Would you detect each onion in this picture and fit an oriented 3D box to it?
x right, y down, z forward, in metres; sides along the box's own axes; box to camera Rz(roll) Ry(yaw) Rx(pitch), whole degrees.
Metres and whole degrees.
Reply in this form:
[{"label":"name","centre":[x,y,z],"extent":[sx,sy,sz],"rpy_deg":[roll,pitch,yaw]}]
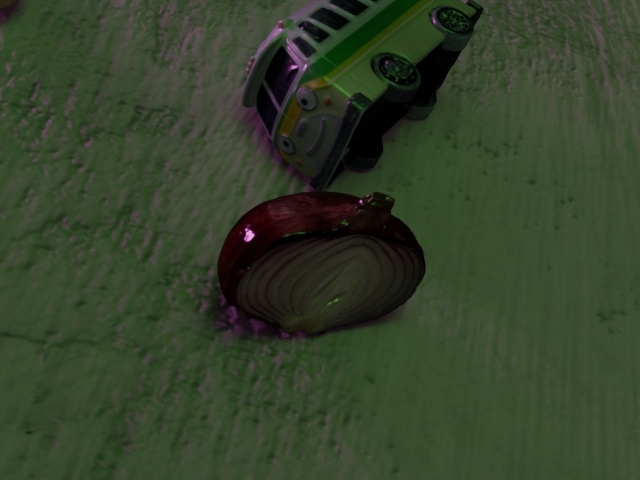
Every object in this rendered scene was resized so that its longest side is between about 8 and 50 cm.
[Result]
[{"label":"onion","centre":[0.000,0.000,1.073],"extent":[0.206,0.151,0.098],"rpy_deg":[10,30,-37]}]

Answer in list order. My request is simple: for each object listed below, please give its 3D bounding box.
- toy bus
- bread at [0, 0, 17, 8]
[{"label":"toy bus","centre":[0.039,-0.188,1.258],"extent":[0.165,0.133,0.276],"rpy_deg":[37,45,10]},{"label":"bread","centre":[-0.441,-0.317,1.172],"extent":[0.316,0.054,0.316],"rpy_deg":[30,32,-21]}]
